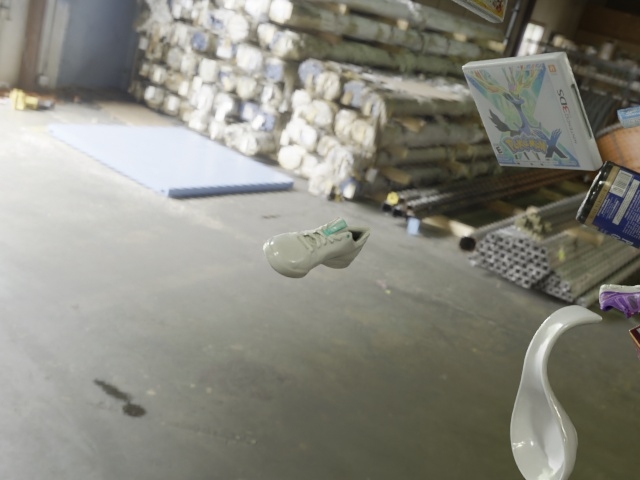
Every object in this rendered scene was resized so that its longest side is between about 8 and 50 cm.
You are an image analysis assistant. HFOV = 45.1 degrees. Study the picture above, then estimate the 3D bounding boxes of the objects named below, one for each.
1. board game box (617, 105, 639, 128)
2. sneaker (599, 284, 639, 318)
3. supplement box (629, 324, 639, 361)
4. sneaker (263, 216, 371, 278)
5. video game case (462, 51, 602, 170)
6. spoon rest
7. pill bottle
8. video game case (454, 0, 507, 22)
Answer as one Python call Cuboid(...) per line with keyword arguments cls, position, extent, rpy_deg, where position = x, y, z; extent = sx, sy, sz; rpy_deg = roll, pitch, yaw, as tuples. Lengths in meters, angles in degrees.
Cuboid(cls="board game box", position=(0.566, -0.220, 1.332), extent=(0.090, 0.020, 0.090), rpy_deg=(-11, 17, 18))
Cuboid(cls="sneaker", position=(0.684, 0.134, 1.655), extent=(0.068, 0.071, 0.170), rpy_deg=(16, -12, -40))
Cuboid(cls="supplement box", position=(0.723, 0.231, 1.607), extent=(0.188, 0.104, 0.080), rpy_deg=(49, 14, -49))
Cuboid(cls="sneaker", position=(0.000, 0.000, 1.211), extent=(0.212, 0.094, 0.080), rpy_deg=(-8, 61, -53))
Cuboid(cls="video game case", position=(0.520, -0.314, 1.915), extent=(0.036, 0.299, 0.329), rpy_deg=(-36, 23, -21))
Cuboid(cls="spoon rest", position=(0.330, 0.230, 1.118), extent=(0.084, 0.276, 0.137), rpy_deg=(5, 11, -21))
Cuboid(cls="pill bottle", position=(0.572, -0.043, 1.338), extent=(0.219, 0.122, 0.123), rpy_deg=(27, 21, 17))
Cuboid(cls="video game case", position=(0.240, -0.458, 1.161), extent=(0.026, 0.206, 0.227), rpy_deg=(16, 8, 36))
